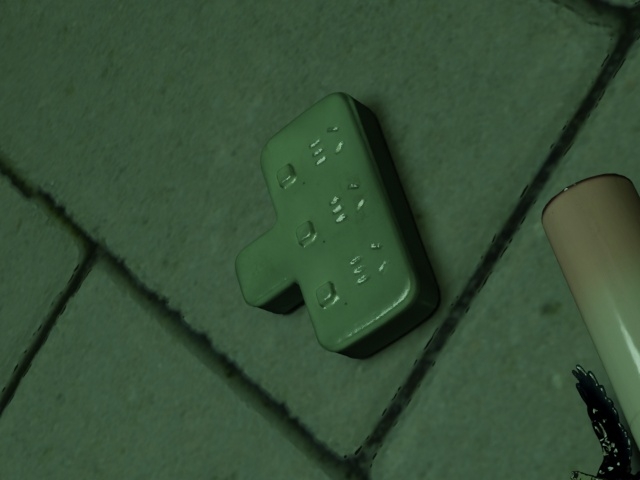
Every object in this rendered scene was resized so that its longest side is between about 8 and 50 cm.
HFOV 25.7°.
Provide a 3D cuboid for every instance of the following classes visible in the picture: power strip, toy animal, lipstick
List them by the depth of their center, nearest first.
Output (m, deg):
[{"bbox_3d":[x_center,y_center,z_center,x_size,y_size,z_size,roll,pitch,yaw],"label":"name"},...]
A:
[{"bbox_3d":[0.229,0.202,1.113,0.062,0.108,0.220,-11,74,7],"label":"toy animal"},{"bbox_3d":[0.272,0.099,1.119,0.087,0.087,0.327,-35,54,25],"label":"lipstick"},{"bbox_3d":[0.000,0.000,1.409,0.193,0.059,0.265,-35,54,25],"label":"power strip"}]
